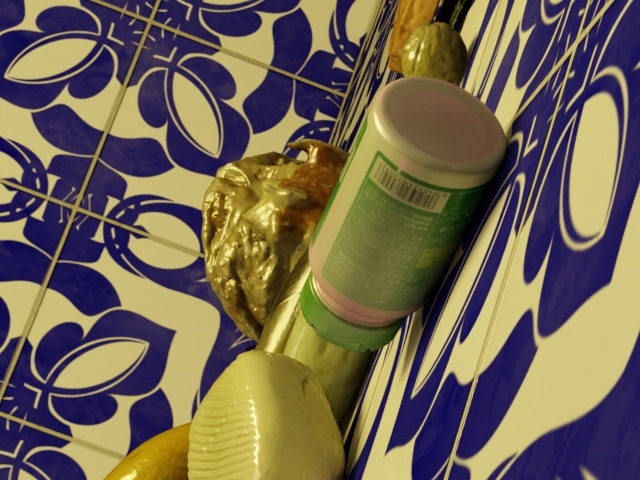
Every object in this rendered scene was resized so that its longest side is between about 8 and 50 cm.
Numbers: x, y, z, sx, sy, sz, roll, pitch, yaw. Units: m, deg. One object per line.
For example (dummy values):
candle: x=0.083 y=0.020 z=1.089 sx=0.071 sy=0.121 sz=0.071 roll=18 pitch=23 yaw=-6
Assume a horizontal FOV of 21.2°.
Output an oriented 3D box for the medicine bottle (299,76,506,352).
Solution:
medicine bottle: x=0.069 y=-0.016 z=1.640 sx=0.133 sy=0.133 sz=0.274 roll=-74 pitch=7 yaw=-48

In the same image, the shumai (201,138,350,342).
shumai: x=0.000 y=0.000 z=2.404 sx=0.262 sy=0.267 sz=0.314 roll=-19 pitch=75 yaw=46

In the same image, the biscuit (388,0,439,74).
biscuit: x=0.171 y=-0.422 z=2.486 sx=0.385 sy=0.062 sz=0.365 roll=101 pitch=-171 yaw=-82

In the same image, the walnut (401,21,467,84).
walnut: x=0.138 y=-0.222 z=2.090 sx=0.092 sy=0.092 sz=0.092 roll=-159 pitch=90 yaw=-86

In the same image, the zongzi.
zongzi: x=0.013 y=0.064 z=2.035 sx=0.221 sy=0.112 sz=0.242 roll=-62 pitch=0 yaw=-39

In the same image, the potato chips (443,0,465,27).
potato chips: x=0.184 y=-0.317 z=2.338 sx=0.142 sy=0.026 sz=0.209 roll=120 pitch=169 yaw=-54

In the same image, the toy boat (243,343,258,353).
toy boat: x=-0.062 y=0.275 z=2.145 sx=0.092 sy=0.134 sz=0.299 roll=-9 pitch=59 yaw=44

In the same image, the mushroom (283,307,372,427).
mushroom: x=0.007 y=0.126 z=1.950 sx=0.081 sy=0.100 sz=0.312 roll=-73 pitch=4 yaw=-73

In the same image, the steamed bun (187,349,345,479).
steamed bun: x=-0.045 y=0.240 z=1.836 sx=0.170 sy=0.152 sz=0.239 roll=-56 pitch=29 yaw=30

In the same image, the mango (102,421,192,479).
mango: x=-0.176 y=0.378 z=1.977 sx=0.182 sy=0.253 sz=0.365 roll=19 pitch=80 yaw=52
